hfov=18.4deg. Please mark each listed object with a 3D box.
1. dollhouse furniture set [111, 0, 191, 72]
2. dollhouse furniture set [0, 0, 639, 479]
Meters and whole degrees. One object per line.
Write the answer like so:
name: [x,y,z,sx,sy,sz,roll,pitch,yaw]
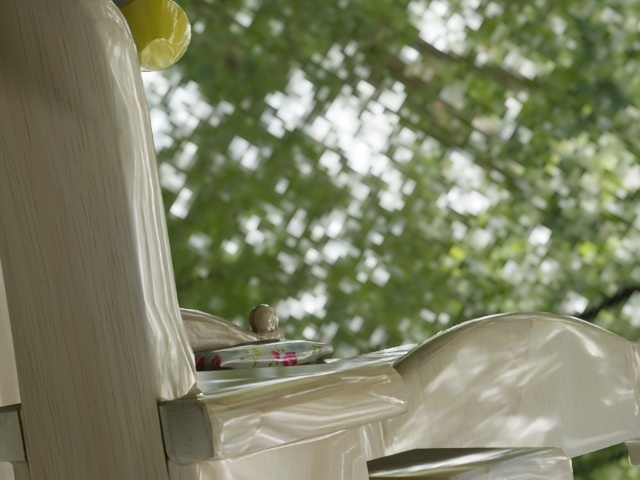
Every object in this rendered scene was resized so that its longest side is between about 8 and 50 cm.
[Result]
dollhouse furniture set: [-0.194,-0.192,0.935,0.198,0.303,0.286,-111,-154,-55]
dollhouse furniture set: [0.000,0.000,0.588,0.303,0.355,0.174,-6,-88,47]
